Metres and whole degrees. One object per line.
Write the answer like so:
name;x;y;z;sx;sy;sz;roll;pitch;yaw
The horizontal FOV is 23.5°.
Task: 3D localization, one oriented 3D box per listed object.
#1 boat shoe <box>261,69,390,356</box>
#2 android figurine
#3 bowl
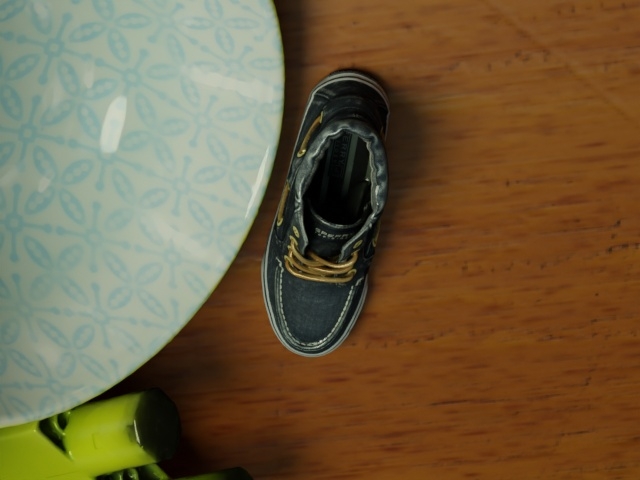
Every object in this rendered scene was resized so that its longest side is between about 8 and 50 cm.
boat shoe;0.000;0.000;0.874;0.065;0.083;0.183;8;117;-1
android figurine;-0.179;0.155;0.937;0.273;0.056;0.248;-16;133;32
bowl;-0.173;-0.063;0.794;0.156;0.289;0.289;28;124;37
